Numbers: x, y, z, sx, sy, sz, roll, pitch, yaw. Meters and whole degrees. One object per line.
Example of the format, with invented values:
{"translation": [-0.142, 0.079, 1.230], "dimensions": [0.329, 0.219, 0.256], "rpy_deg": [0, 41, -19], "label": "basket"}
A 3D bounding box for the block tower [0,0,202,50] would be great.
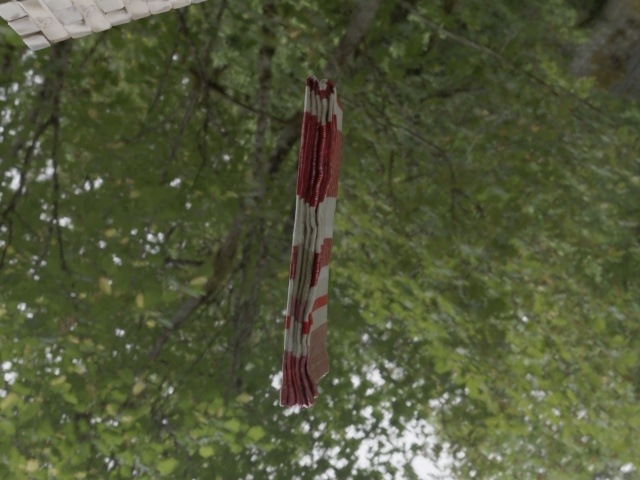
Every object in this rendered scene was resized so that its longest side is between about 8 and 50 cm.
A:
{"translation": [-0.099, -0.243, 0.635], "dimensions": [0.335, 0.091, 0.097], "rpy_deg": [-16, -95, -4], "label": "block tower"}

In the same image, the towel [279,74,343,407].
{"translation": [0.000, 0.000, 0.909], "dimensions": [0.037, 0.329, 0.237], "rpy_deg": [5, -177, 5], "label": "towel"}
